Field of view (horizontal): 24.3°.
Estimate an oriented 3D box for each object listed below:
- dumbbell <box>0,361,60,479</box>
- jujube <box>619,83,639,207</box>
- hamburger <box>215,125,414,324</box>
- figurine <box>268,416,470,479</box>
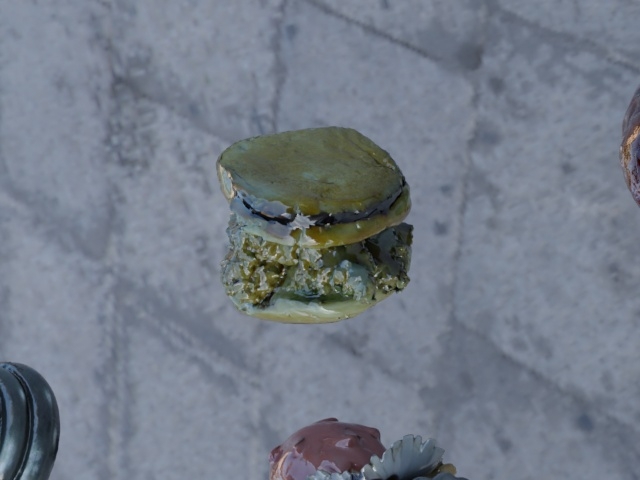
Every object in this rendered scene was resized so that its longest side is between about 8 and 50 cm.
[{"bbox_3d":[-0.425,0.173,1.438,0.179,0.406,0.179,-17,62,36],"label":"dumbbell"},{"bbox_3d":[0.356,-0.090,1.301,0.197,0.290,0.197,7,105,28],"label":"jujube"},{"bbox_3d":[0.000,0.000,1.111,0.185,0.159,0.131,-130,36,-56],"label":"hamburger"},{"bbox_3d":[0.034,0.297,1.735,0.387,0.207,0.166,-4,94,59],"label":"figurine"}]
